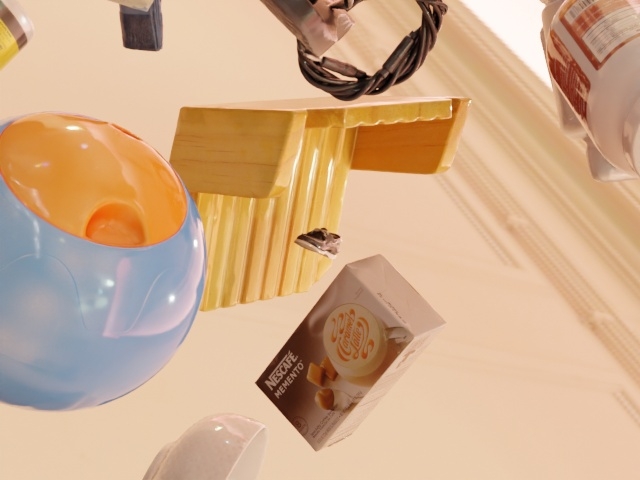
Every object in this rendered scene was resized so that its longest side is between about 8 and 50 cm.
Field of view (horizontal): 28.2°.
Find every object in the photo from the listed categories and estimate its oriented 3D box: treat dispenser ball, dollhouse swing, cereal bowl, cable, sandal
[{"bbox_3d":[-0.252,0.020,1.219,0.288,0.288,0.288,-16,-112,45],"label":"treat dispenser ball"},{"bbox_3d":[-0.004,-0.045,1.781,0.315,0.347,0.305,8,-78,45],"label":"dollhouse swing"},{"bbox_3d":[-0.214,0.425,2.060,0.141,0.339,0.339,23,-81,9],"label":"cereal bowl"},{"bbox_3d":[0.063,-0.238,1.486,0.047,0.184,0.150,-113,-170,-58],"label":"cable"},{"bbox_3d":[-0.011,-0.204,1.019,0.054,0.097,0.254,-45,-175,13],"label":"sandal"}]

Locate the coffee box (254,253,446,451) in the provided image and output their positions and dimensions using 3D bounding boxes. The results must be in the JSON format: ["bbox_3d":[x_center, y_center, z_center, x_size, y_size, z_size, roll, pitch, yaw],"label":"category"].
[{"bbox_3d":[0.039,0.157,1.771,0.141,0.098,0.246,48,-59,17],"label":"coffee box"}]

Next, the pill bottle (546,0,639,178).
[{"bbox_3d":[0.259,-0.122,1.002,0.121,0.121,0.216,-55,-160,22],"label":"pill bottle"}]

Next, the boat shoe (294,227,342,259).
[{"bbox_3d":[0.000,0.000,1.801,0.046,0.125,0.038,25,-89,24],"label":"boat shoe"}]

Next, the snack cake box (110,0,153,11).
[{"bbox_3d":[-0.272,-0.458,1.701,0.089,0.152,0.264,142,-42,-64],"label":"snack cake box"}]

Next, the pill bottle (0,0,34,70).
[{"bbox_3d":[-0.379,-0.162,1.187,0.208,0.119,0.119,-49,-141,-15],"label":"pill bottle"}]

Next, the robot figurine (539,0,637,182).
[{"bbox_3d":[0.392,-0.256,1.633,0.300,0.200,0.353,-15,-96,58],"label":"robot figurine"}]

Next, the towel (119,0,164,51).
[{"bbox_3d":[-0.266,-0.336,1.873,0.067,0.029,0.119,7,-61,14],"label":"towel"}]
